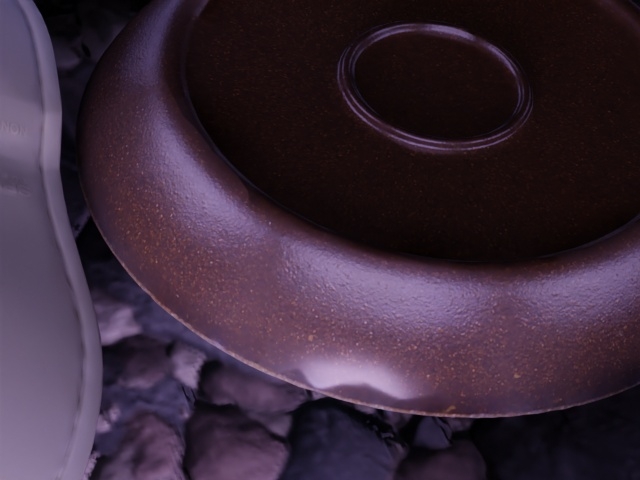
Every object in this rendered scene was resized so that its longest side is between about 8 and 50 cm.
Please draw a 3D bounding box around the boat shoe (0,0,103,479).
[{"bbox_3d":[-0.159,0.018,0.758,0.109,0.091,0.305,18,47,-32],"label":"boat shoe"}]

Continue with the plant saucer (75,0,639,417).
[{"bbox_3d":[0.048,-0.055,0.830,0.310,0.050,0.311,6,44,-6],"label":"plant saucer"}]
